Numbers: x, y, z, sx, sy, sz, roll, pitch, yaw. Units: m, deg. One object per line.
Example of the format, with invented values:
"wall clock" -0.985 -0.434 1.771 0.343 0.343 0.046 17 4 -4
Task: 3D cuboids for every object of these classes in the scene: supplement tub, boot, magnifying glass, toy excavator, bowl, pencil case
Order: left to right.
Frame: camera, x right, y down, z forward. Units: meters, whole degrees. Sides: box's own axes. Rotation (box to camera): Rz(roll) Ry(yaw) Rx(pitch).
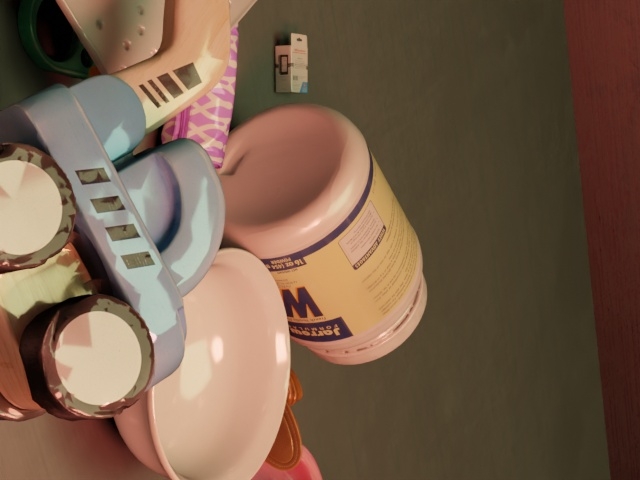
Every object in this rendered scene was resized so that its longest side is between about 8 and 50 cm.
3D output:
"magnifying glass" -0.260 -0.199 1.444 0.231 0.026 0.092 50 49 -52
"toy excavator" -0.193 -0.095 1.230 0.445 0.222 0.433 -32 101 -35
"bowl" -0.164 0.152 1.534 0.298 0.134 0.298 -10 102 -61
"pencil case" -0.149 -0.189 1.585 0.088 0.086 0.206 19 74 -77
"boot" -0.058 0.215 1.723 0.197 0.073 0.152 61 14 18
"supplement tub" 0.000 0.000 1.722 0.325 0.235 0.235 57 44 -47

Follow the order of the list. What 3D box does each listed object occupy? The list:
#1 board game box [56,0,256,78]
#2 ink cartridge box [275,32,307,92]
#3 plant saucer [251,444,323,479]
"board game box" -0.215 -0.383 1.413 0.390 0.050 0.390 60 40 -26
"ink cartridge box" -0.041 -0.253 1.844 0.048 0.028 0.083 -7 99 -62
"plant saucer" -0.097 0.427 1.732 0.332 0.084 0.332 -8 99 -61
